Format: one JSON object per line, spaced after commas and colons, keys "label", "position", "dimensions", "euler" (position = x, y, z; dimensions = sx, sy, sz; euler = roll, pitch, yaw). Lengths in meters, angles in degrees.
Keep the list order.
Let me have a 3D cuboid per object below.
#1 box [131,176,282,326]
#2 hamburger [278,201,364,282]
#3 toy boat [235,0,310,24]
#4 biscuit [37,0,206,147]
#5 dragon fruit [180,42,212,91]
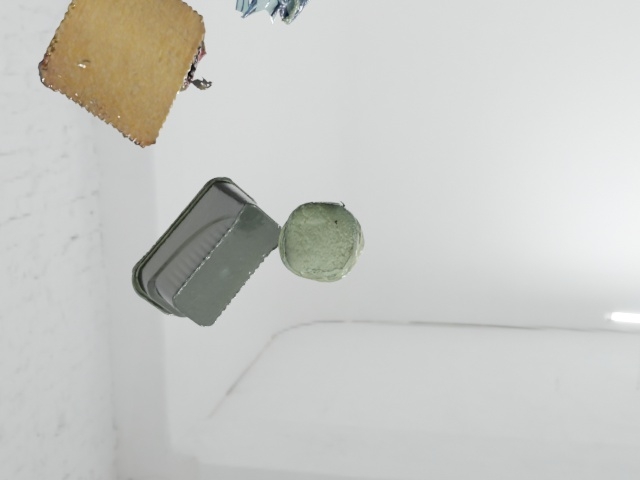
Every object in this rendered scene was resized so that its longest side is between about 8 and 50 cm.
{"label": "box", "position": [-0.201, 0.027, 1.455], "dimensions": [0.138, 0.274, 0.178], "euler": [40, 175, -30]}
{"label": "hamburger", "position": [0.000, 0.000, 1.279], "dimensions": [0.140, 0.133, 0.062], "euler": [21, 170, 19]}
{"label": "toy boat", "position": [-0.110, -0.637, 2.140], "dimensions": [0.070, 0.210, 0.291], "euler": [31, -114, 25]}
{"label": "biscuit", "position": [-0.282, -0.284, 1.205], "dimensions": [0.013, 0.237, 0.232], "euler": [13, 167, 39]}
{"label": "dragon fruit", "position": [-0.411, -0.465, 2.024], "dimensions": [0.269, 0.250, 0.291], "euler": [-13, -174, 5]}
